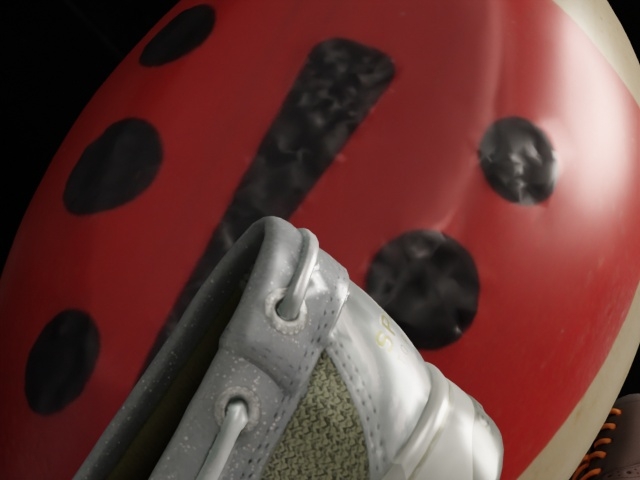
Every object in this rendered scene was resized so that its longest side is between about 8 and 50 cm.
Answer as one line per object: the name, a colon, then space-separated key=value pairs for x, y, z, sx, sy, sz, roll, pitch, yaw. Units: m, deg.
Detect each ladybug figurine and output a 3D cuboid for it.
ladybug figurine: x=0.000 y=0.000 z=0.841 sx=0.305 sy=0.162 sz=0.449 roll=19 pitch=-118 yaw=16

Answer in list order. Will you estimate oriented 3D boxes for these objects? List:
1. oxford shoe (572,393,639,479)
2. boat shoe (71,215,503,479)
oxford shoe: x=0.160 y=0.145 z=0.967 sx=0.097 sy=0.271 sz=0.098 roll=-43 pitch=-110 yaw=34
boat shoe: x=-0.089 y=0.134 z=0.497 sx=0.320 sy=0.103 sz=0.118 roll=-44 pitch=-165 yaw=-6
